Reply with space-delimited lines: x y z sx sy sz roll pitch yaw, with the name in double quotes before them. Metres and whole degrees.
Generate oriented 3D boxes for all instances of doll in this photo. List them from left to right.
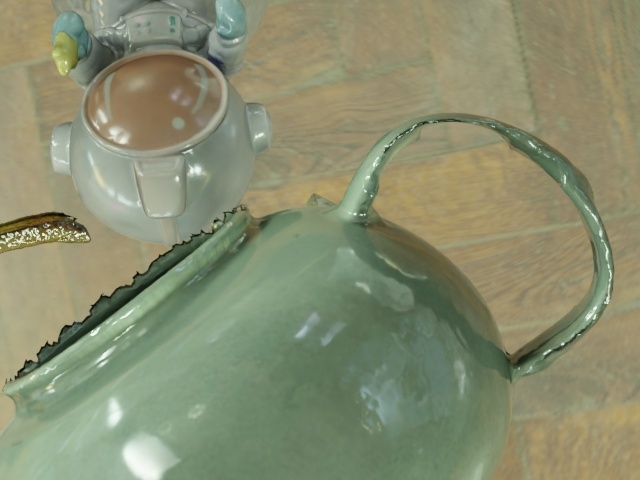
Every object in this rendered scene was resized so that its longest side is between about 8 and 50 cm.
"doll" -0.094 -0.110 0.799 0.151 0.151 0.287 -24 44 17

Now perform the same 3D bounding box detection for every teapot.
"teapot" -0.031 0.063 0.468 0.294 0.193 0.129 -36 98 8

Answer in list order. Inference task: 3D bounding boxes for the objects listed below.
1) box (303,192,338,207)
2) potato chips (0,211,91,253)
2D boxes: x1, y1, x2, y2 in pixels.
"box" 0.000 0.000 1.356 0.062 0.098 0.045 30 62 -1
"potato chips" -0.271 0.022 1.004 0.204 0.026 0.037 -24 112 -19
